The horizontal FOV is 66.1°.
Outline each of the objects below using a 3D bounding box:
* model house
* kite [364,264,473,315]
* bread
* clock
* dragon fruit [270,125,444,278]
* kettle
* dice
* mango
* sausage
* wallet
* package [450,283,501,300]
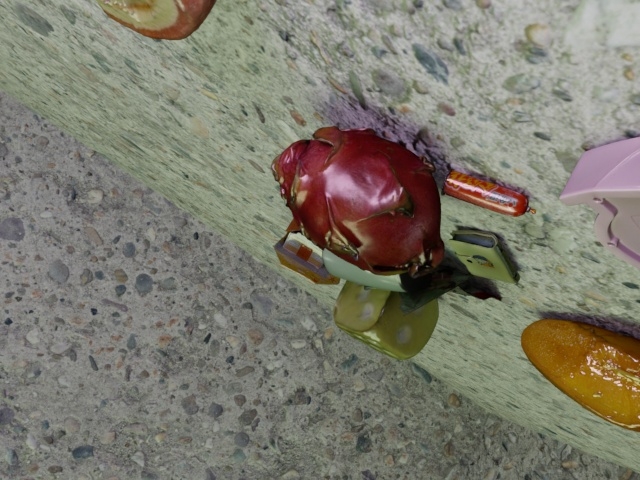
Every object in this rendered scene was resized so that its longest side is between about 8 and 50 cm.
[{"bbox_3d":[0.000,0.000,1.407,0.219,0.207,0.135,31,129,2],"label":"model house"},{"bbox_3d":[0.238,0.100,1.190,0.268,0.013,0.323,-8,-160,9],"label":"kite"},{"bbox_3d":[-0.228,-0.363,0.633,0.244,0.123,0.190,16,161,50],"label":"bread"},{"bbox_3d":[0.462,-0.009,0.521,0.275,0.080,0.290,37,166,-24],"label":"clock"},{"bbox_3d":[0.079,-0.065,0.823,0.315,0.250,0.250,46,170,14],"label":"dragon fruit"},{"bbox_3d":[0.128,0.019,1.146,0.237,0.161,0.221,15,150,45],"label":"kettle"},{"bbox_3d":[0.202,0.217,1.517,0.227,0.233,0.238,38,165,-30],"label":"dice"},{"bbox_3d":[0.576,0.271,1.043,0.350,0.201,0.199,20,137,63],"label":"mango"},{"bbox_3d":[0.267,-0.069,0.777,0.145,0.050,0.048,25,124,24],"label":"sausage"},{"bbox_3d":[0.334,0.032,1.004,0.110,0.039,0.155,13,158,43],"label":"wallet"},{"bbox_3d":[0.324,0.114,1.249,0.239,0.030,0.154,13,-176,37],"label":"package"}]
